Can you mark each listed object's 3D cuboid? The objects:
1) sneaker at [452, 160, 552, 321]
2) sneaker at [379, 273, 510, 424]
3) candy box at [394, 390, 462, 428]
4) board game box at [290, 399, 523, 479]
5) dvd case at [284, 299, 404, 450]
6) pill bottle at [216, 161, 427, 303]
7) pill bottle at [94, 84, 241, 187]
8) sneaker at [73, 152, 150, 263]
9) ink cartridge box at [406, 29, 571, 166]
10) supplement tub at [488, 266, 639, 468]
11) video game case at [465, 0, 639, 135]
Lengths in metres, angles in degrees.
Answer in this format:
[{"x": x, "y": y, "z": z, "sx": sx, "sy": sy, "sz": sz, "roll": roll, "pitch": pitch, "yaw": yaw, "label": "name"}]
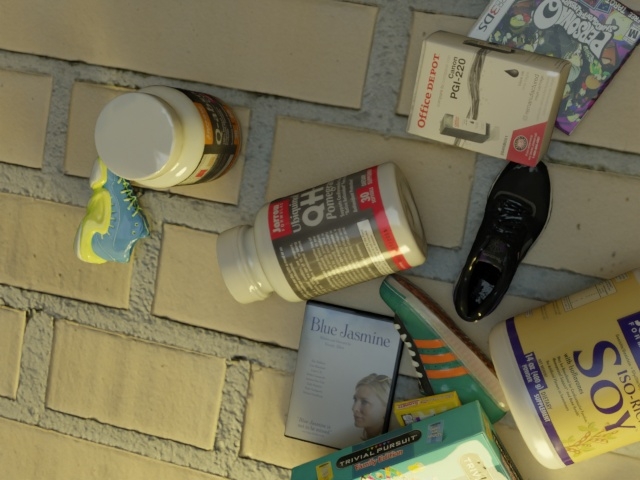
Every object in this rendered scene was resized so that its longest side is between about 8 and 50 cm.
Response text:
[{"x": 0.294, "y": 0.002, "z": 1.396, "sx": 0.107, "sy": 0.124, "sz": 0.283, "roll": 21, "pitch": 99, "yaw": 10, "label": "sneaker"}, {"x": 0.186, "y": 0.192, "z": 1.445, "sx": 0.121, "sy": 0.108, "sz": 0.302, "roll": -43, "pitch": 89, "yaw": 11, "label": "sneaker"}, {"x": 0.205, "y": 0.338, "z": 1.451, "sx": 0.105, "sy": 0.027, "sz": 0.205, "roll": -17, "pitch": 119, "yaw": 16, "label": "candy box"}, {"x": 0.157, "y": 0.427, "z": 1.439, "sx": 0.336, "sy": 0.079, "sz": 0.253, "roll": -24, "pitch": 117, "yaw": 15, "label": "board game box"}, {"x": 0.043, "y": 0.242, "z": 1.532, "sx": 0.181, "sy": 0.022, "sz": 0.252, "roll": 11, "pitch": 98, "yaw": 12, "label": "dvd case"}, {"x": 0.000, "y": 0.000, "z": 1.439, "sx": 0.319, "sy": 0.176, "sz": 0.176, "roll": -18, "pitch": 91, "yaw": 14, "label": "pill bottle"}, {"x": -0.243, "y": -0.168, "z": 1.429, "sx": 0.162, "sy": 0.278, "sz": 0.162, "roll": 1, "pitch": 96, "yaw": 13, "label": "pill bottle"}, {"x": -0.356, "y": -0.068, "z": 1.577, "sx": 0.126, "sy": 0.091, "sz": 0.240, "roll": 15, "pitch": 99, "yaw": -7, "label": "sneaker"}, {"x": 0.258, "y": -0.223, "z": 1.369, "sx": 0.218, "sy": 0.092, "sz": 0.158, "roll": 19, "pitch": 118, "yaw": 20, "label": "ink cartridge box"}, {"x": 0.447, "y": 0.181, "z": 1.317, "sx": 0.331, "sy": 0.241, "sz": 0.241, "roll": -24, "pitch": 89, "yaw": 15, "label": "supplement tub"}, {"x": 0.364, "y": -0.316, "z": 1.392, "sx": 0.232, "sy": 0.042, "sz": 0.210, "roll": 37, "pitch": 104, "yaw": 7, "label": "video game case"}]
